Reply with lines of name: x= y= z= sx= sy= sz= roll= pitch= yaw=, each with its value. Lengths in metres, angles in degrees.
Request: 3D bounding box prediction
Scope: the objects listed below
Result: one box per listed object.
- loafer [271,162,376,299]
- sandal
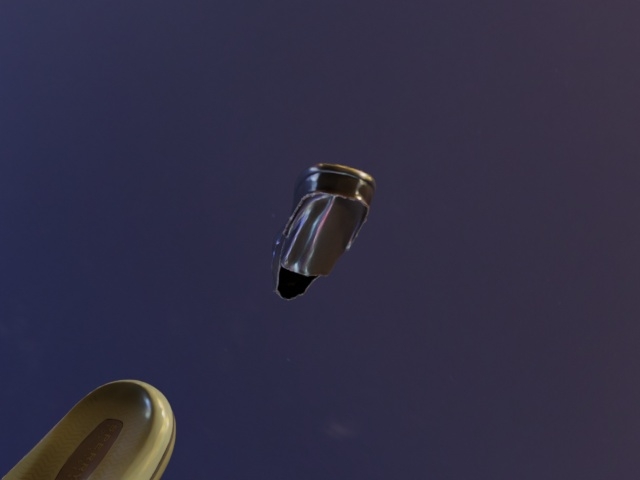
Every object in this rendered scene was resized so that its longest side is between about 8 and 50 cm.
loafer: x=0.000 y=0.000 z=0.809 sx=0.080 sy=0.220 sz=0.078 roll=12 pitch=-120 yaw=-9
sandal: x=-0.199 y=0.189 z=0.479 sx=0.120 sy=0.086 sz=0.302 roll=6 pitch=-139 yaw=21
